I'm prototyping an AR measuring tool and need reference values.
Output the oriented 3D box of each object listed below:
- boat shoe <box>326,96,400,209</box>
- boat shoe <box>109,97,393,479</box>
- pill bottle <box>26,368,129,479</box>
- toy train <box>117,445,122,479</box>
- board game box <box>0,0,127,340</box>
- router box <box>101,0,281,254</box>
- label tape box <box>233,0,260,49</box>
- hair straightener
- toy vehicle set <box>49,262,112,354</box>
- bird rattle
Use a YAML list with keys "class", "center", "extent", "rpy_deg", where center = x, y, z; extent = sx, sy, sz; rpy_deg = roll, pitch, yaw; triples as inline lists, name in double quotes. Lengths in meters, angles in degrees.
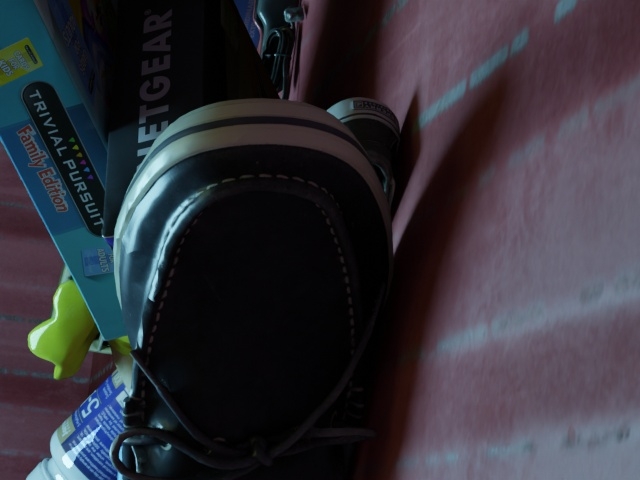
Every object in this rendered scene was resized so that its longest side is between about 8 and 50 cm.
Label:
- class: "boat shoe"
  center: [0.000, 0.000, 1.368]
  extent: [0.070, 0.077, 0.219]
  rpy_deg: [-91, 15, -45]
- class: "boat shoe"
  center: [-0.050, 0.110, 1.301]
  extent: [0.500, 0.186, 0.156]
  rpy_deg: [101, 165, -46]
- class: "pill bottle"
  center: [-0.230, 0.225, 2.136]
  extent: [0.187, 0.112, 0.112]
  rpy_deg: [-45, 18, 8]
- class: "toy train"
  center: [-0.168, 0.256, 2.006]
  extent: [0.105, 0.080, 0.184]
  rpy_deg: [45, -138, -61]
- class: "board game box"
  center: [-0.198, -0.128, 1.585]
  extent: [0.254, 0.079, 0.336]
  rpy_deg: [-95, -14, -52]
- class: "router box"
  center: [-0.088, -0.048, 1.574]
  extent: [0.243, 0.081, 0.309]
  rpy_deg: [63, -162, -46]
- class: "label tape box"
  center: [-0.090, -0.330, 1.986]
  extent: [0.348, 0.115, 0.249]
  rpy_deg: [-96, 18, -55]
- class: "hair straightener"
  center: [-0.047, -0.196, 1.840]
  extent: [0.089, 0.047, 0.230]
  rpy_deg: [139, 144, -74]
- class: "toy vehicle set"
  center: [-0.234, 0.078, 2.337]
  extent: [0.267, 0.166, 0.035]
  rpy_deg: [119, 157, -64]
- class: "bird rattle"
  center: [-0.129, 0.100, 1.815]
  extent: [0.143, 0.253, 0.207]
  rpy_deg: [-48, -51, -40]
